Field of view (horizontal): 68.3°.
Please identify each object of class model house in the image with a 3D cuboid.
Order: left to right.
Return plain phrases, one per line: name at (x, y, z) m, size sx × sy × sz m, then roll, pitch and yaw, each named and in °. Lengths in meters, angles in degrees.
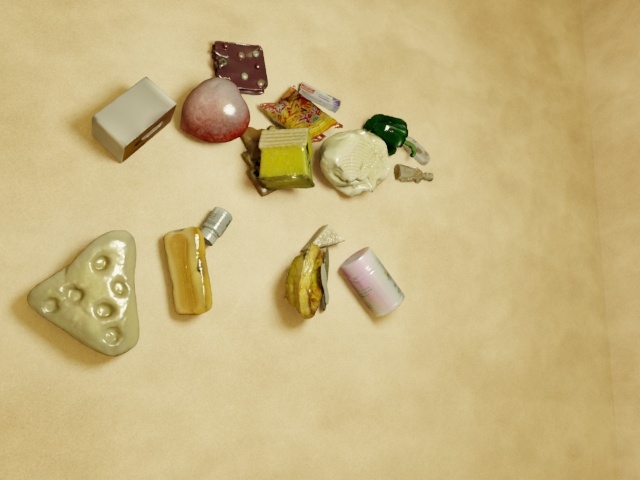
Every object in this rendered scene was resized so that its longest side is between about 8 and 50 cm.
model house at (-0.127, -0.317, 1.748) m, size 0.194 × 0.175 × 0.234 m, roll -3°, pitch 86°, yaw 10°

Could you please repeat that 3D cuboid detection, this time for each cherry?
cherry at (-0.384, -0.467, 1.713) m, size 0.240 × 0.206 × 0.239 m, roll 3°, pitch 85°, yaw -38°

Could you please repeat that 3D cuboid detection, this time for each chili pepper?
chili pepper at (0.320, -0.460, 2.108) m, size 0.261 × 0.174 × 0.165 m, roll 15°, pitch 48°, yaw -23°

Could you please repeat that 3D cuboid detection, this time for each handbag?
handbag at (-0.321, -0.685, 1.869) m, size 0.216 × 0.074 × 0.203 m, roll -3°, pitch 80°, yaw -28°

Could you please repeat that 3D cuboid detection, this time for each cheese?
cheese at (-0.654, 0.175, 1.476) m, size 0.328 × 0.130 × 0.351 m, roll 48°, pitch 64°, yaw -8°

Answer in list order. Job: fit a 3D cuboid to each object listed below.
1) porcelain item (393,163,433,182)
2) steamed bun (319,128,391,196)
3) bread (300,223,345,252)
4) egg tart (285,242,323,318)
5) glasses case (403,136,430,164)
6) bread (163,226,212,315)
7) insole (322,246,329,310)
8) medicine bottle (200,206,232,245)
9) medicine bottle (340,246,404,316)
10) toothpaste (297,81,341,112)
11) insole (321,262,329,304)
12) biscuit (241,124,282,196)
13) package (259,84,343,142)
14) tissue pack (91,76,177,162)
porcelain item at (0.443, -0.307, 2.197) m, size 0.213 × 0.054 × 0.084 m, roll 4°, pitch 79°, yaw -28°
steamed bun at (0.124, -0.333, 1.953) m, size 0.320 × 0.206 × 0.275 m, roll 31°, pitch 82°, yaw -42°
bread at (0.010, 0.019, 1.887) m, size 0.105 × 0.077 × 0.152 m, roll 45°, pitch 64°, yaw -11°
egg tart at (-0.060, 0.147, 1.752) m, size 0.116 × 0.290 × 0.290 m, roll 5°, pitch 74°, yaw 10°
glasses case at (0.456, -0.425, 2.235) m, size 0.164 × 0.041 × 0.063 m, roll 40°, pitch 64°, yaw -14°
bread at (-0.447, 0.105, 1.612) m, size 0.142 × 0.091 × 0.304 m, roll -12°, pitch 84°, yaw 15°
insole at (0.023, 0.153, 1.872) m, size 0.005 × 0.086 × 0.253 m, roll 1°, pitch 81°, yaw 14°
medicine bottle at (-0.381, -0.050, 1.696) m, size 0.080 × 0.080 × 0.130 m, roll 36°, pitch 66°, yaw -17°
medicine bottle at (0.211, 0.167, 1.916) m, size 0.152 × 0.152 × 0.253 m, roll -40°, pitch 99°, yaw -28°
toothpaste at (-0.005, -0.618, 2.039) m, size 0.197 × 0.040 × 0.047 m, roll 21°, pitch 68°, yaw -22°
insole at (0.018, 0.170, 1.830) m, size 0.065 × 0.004 × 0.197 m, roll -70°, pitch 156°, yaw -53°
biscuit at (-0.194, -0.315, 1.871) m, size 0.278 × 0.043 × 0.301 m, roll 11°, pitch 74°, yaw -25°
package at (-0.075, -0.500, 1.917) m, size 0.288 × 0.108 × 0.223 m, roll 43°, pitch 54°, yaw 9°
tissue pack at (-0.633, -0.409, 1.600) m, size 0.136 × 0.159 × 0.246 m, roll 43°, pitch 64°, yaw -11°
